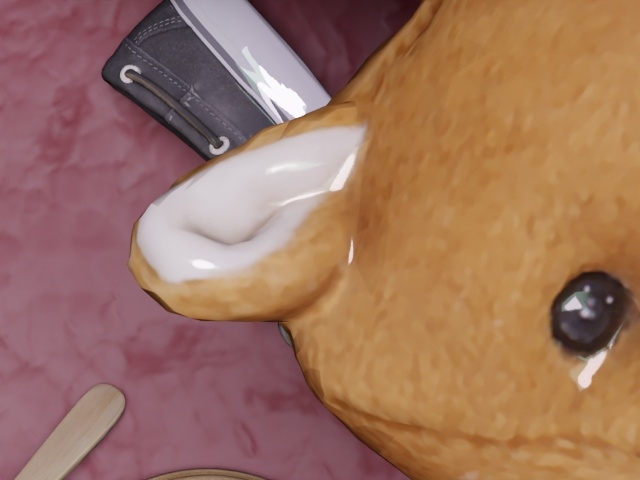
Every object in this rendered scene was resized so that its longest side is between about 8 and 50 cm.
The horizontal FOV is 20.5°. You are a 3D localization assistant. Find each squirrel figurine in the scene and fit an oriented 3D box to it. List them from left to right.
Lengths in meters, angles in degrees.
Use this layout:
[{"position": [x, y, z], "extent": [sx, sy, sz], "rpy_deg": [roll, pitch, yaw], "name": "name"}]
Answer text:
[{"position": [0.080, -0.123, 0.475], "extent": [0.397, 0.281, 0.370], "rpy_deg": [30, 95, 33], "name": "squirrel figurine"}]

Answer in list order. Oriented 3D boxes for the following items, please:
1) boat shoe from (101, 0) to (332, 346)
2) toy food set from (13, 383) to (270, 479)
[{"position": [0.000, 0.000, 0.676], "extent": [0.076, 0.080, 0.228], "rpy_deg": [-39, 87, 2], "name": "boat shoe"}, {"position": [-0.045, 0.148, 0.667], "extent": [0.192, 0.038, 0.132], "rpy_deg": [33, 58, 14], "name": "toy food set"}]
